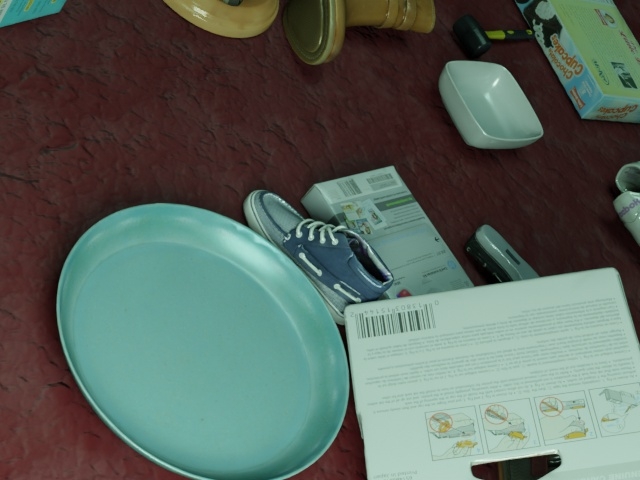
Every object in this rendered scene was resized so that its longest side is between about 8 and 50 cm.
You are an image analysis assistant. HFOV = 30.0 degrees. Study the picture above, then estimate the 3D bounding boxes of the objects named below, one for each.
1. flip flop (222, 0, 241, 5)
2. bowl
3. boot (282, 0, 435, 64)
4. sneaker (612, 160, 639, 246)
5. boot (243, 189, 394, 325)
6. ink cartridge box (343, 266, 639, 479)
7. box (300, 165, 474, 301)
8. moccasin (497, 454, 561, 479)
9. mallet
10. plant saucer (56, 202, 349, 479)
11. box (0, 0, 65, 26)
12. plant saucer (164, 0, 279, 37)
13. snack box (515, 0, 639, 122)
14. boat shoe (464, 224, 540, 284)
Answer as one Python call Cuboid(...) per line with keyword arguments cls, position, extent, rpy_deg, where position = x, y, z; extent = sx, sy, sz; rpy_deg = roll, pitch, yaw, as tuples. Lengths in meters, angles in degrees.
Cuboid(cls="flip flop", position=(-0.106, -0.409, 1.537), extent=(0.080, 0.112, 0.277), rpy_deg=(16, 51, -7))
Cuboid(cls="bowl", position=(0.234, -0.184, 1.692), extent=(0.142, 0.053, 0.142), rpy_deg=(-5, 59, -40))
Cuboid(cls="boot", position=(0.059, -0.319, 1.649), extent=(0.220, 0.109, 0.283), rpy_deg=(20, 38, -29))
Cuboid(cls="sneaker", position=(0.533, -0.085, 1.793), extent=(0.152, 0.114, 0.305), rpy_deg=(46, 41, 3))
Cuboid(cls="boot", position=(0.000, 0.000, 1.328), extent=(0.190, 0.086, 0.069), rpy_deg=(47, 41, 5))
Cuboid(cls="ink cartridge box", position=(0.184, 0.165, 1.224), extent=(0.296, 0.066, 0.261), rpy_deg=(-8, 52, 3))
Cuboid(cls="box", position=(0.081, 0.004, 1.425), extent=(0.145, 0.038, 0.186), rpy_deg=(-17, 67, -44))
Cuboid(cls="moccasin", position=(0.267, 0.240, 1.294), extent=(0.147, 0.139, 0.380), rpy_deg=(60, 25, -48))
Cuboid(cls="mallet", position=(0.281, -0.311, 1.854), extent=(0.190, 0.039, 0.062), rpy_deg=(-3, 58, -44))
Cuboid(cls="plant saucer", position=(-0.116, 0.104, 1.184), extent=(0.318, 0.043, 0.317), rpy_deg=(20, 46, -23))
Cuboid(cls="box", position=(-0.365, -0.271, 1.264), extent=(0.060, 0.100, 0.244), rpy_deg=(51, 42, 8))
Cuboid(cls="plant saucer", position=(-0.138, -0.350, 1.556), extent=(0.200, 0.037, 0.200), rpy_deg=(21, 45, -23))
Cuboid(cls="snack box", position=(0.436, -0.337, 1.973), extent=(0.187, 0.060, 0.322), rpy_deg=(-1, 57, -38))
Cuboid(cls="boat shoe", position=(0.239, 0.044, 1.513), extent=(0.142, 0.040, 0.049), rpy_deg=(51, 33, 9))
